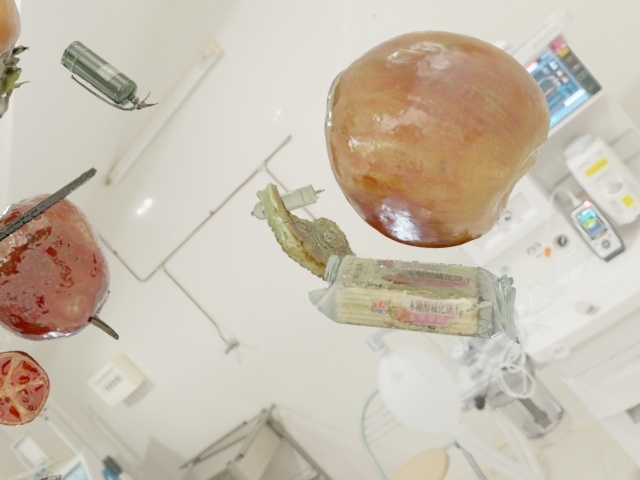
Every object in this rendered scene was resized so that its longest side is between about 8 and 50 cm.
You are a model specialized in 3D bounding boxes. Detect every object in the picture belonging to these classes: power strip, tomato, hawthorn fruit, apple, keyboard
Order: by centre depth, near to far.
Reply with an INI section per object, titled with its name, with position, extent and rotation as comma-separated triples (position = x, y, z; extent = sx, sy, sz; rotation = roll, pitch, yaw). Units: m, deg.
[apple]
position = 0.165, -0.135, 0.853
extent = 0.301, 0.301, 0.301
rotation = -42, 5, 4
[keyboard]
position = -0.532, -0.034, 1.131
extent = 0.309, 0.018, 0.101
rotation = -41, 16, -24
[tomato]
position = -0.621, 0.289, 1.294
extent = 0.155, 0.156, 0.069
rotation = -43, 14, -2
[hawthorn fruit]
position = -0.562, 0.083, 1.355
extent = 0.284, 0.369, 0.285
rotation = -42, 7, 7
[power strip]
position = -0.078, -0.093, 1.553
extent = 0.191, 0.048, 0.030
rotation = -19, -5, -5

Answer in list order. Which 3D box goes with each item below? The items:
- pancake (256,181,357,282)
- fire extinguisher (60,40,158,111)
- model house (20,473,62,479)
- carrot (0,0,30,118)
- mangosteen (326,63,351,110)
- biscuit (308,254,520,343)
[pancake]
position = 0.003, -0.003, 1.505
extent = 0.054, 0.376, 0.197
rotation = -47, 7, 36
[fire extinguisher]
position = -0.625, -0.468, 1.902
extent = 0.118, 0.294, 0.093
rotation = -53, -1, -27
[model house]
position = -0.427, 0.468, 0.817
extent = 0.316, 0.283, 0.297
rotation = -14, -14, 1
[carrot]
position = -0.436, -0.250, 0.664
extent = 0.214, 0.331, 0.193
rotation = -34, 47, -6
[mangosteen]
position = 0.078, -0.248, 1.145
extent = 0.152, 0.152, 0.152
rotation = -42, 5, 4
[biscuit]
position = 0.150, 0.084, 1.003
extent = 0.308, 0.079, 0.186
rotation = 5, 23, 12
